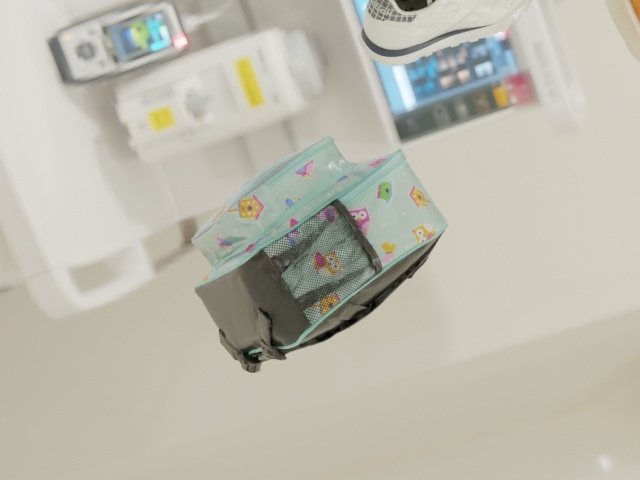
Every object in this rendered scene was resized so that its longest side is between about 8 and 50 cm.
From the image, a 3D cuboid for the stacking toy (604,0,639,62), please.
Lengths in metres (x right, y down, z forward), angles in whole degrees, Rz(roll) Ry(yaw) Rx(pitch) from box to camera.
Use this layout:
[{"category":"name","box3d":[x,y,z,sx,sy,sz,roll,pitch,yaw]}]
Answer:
[{"category":"stacking toy","box3d":[0.597,-0.396,1.780,0.350,0.480,0.350,16,68,-46]}]

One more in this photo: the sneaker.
[{"category":"sneaker","box3d":[0.148,-0.269,1.579,0.090,0.235,0.095,48,-26,27]}]

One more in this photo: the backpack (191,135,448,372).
[{"category":"backpack","box3d":[0.000,0.000,1.170,0.144,0.188,0.166,62,-22,4]}]
